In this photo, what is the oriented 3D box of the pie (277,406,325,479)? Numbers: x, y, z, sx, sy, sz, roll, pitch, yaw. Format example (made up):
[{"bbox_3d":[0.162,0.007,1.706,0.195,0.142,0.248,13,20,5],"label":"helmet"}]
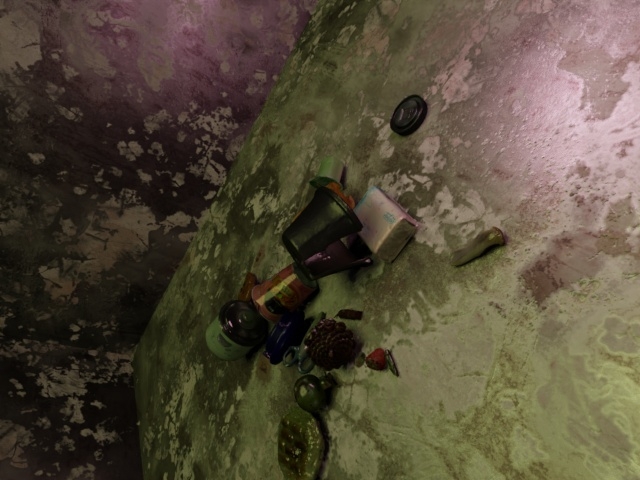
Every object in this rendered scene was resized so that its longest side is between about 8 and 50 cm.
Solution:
[{"bbox_3d":[-0.087,0.811,1.649,0.306,0.071,0.306,-24,60,48],"label":"pie"}]

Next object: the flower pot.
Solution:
[{"bbox_3d":[0.000,0.000,1.677,0.251,0.379,0.379,-34,34,-13],"label":"flower pot"}]

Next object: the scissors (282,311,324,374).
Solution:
[{"bbox_3d":[-0.049,0.423,1.771,0.138,0.041,0.289,19,56,17],"label":"scissors"}]

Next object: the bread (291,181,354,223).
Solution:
[{"bbox_3d":[0.016,-0.106,1.974,0.344,0.149,0.195,-40,56,32],"label":"bread"}]

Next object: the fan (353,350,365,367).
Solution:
[{"bbox_3d":[0.151,0.446,1.609,0.060,0.003,0.080,-39,44,33],"label":"fan"}]

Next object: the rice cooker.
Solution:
[{"bbox_3d":[-0.433,0.461,2.152,0.317,0.264,0.316,-44,-4,-4],"label":"rice cooker"}]

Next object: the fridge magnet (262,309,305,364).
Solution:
[{"bbox_3d":[-0.152,0.420,1.837,0.113,0.265,0.265,28,96,11],"label":"fridge magnet"}]

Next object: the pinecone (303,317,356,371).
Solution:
[{"bbox_3d":[0.032,0.398,1.636,0.208,0.208,0.207,-29,50,41],"label":"pinecone"}]

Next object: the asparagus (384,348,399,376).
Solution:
[{"bbox_3d":[0.250,0.434,1.465,0.021,0.025,0.108,87,168,-47],"label":"asparagus"}]

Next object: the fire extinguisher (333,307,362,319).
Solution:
[{"bbox_3d":[0.111,0.302,1.712,0.132,0.039,0.056,-8,32,51],"label":"fire extinguisher"}]

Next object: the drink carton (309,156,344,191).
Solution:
[{"bbox_3d":[0.047,-0.328,2.070,0.144,0.146,0.142,-14,52,48],"label":"drink carton"}]

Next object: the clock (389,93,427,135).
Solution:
[{"bbox_3d":[0.385,-0.546,1.826,0.185,0.040,0.184,-30,48,41],"label":"clock"}]

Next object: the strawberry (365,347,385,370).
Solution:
[{"bbox_3d":[0.205,0.428,1.507,0.073,0.073,0.083,-19,21,47],"label":"strawberry"}]

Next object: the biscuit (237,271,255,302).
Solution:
[{"bbox_3d":[-0.418,0.275,2.342,0.295,0.044,0.185,-171,100,-74],"label":"biscuit"}]

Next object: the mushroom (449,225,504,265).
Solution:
[{"bbox_3d":[0.502,0.025,1.351,0.202,0.054,0.059,-42,36,39],"label":"mushroom"}]

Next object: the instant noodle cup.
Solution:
[{"bbox_3d":[-0.159,0.233,1.967,0.255,0.244,0.243,-41,42,20],"label":"instant noodle cup"}]

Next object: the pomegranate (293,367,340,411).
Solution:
[{"bbox_3d":[-0.029,0.590,1.654,0.169,0.149,0.148,-54,37,8],"label":"pomegranate"}]

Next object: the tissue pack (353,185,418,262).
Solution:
[{"bbox_3d":[0.243,-0.071,1.678,0.201,0.124,0.271,-57,37,20],"label":"tissue pack"}]
